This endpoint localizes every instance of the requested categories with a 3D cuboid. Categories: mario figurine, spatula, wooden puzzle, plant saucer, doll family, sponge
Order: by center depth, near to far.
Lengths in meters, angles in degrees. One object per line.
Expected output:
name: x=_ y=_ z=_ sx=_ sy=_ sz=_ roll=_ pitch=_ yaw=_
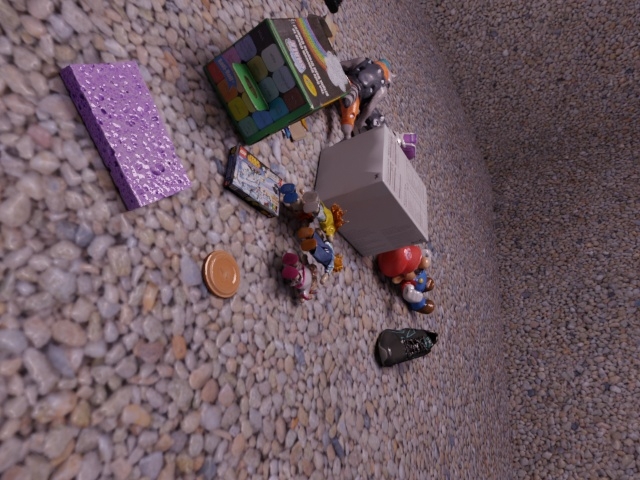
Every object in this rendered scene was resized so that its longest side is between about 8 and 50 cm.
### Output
sponge: x=-0.281 y=-0.159 z=0.648 sx=0.117 sy=0.031 sz=0.210 roll=-40 pitch=112 yaw=-57
plant saucer: x=-0.168 y=0.057 z=0.752 sx=0.083 sy=0.013 sz=0.084 roll=32 pitch=50 yaw=-48
doll family: x=0.000 y=0.000 z=0.932 sx=0.163 sy=0.118 sz=0.263 roll=47 pitch=38 yaw=-61
spatula: x=-0.018 y=-0.468 z=1.057 sx=0.242 sy=0.019 sz=0.168 roll=42 pitch=-9 yaw=49
wooden puzzle: x=-0.065 y=-0.283 z=1.075 sx=0.116 sy=0.014 sz=0.079 roll=-27 pitch=96 yaw=-59
mario figurine: x=0.303 y=0.109 z=1.335 sx=0.320 sy=0.170 sz=0.198 roll=49 pitch=4 yaw=-48

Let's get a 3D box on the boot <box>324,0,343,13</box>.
boot: x=0.037 y=-0.833 z=1.454 sx=0.121 sy=0.045 sz=0.099 roll=54 pitch=38 yaw=-42

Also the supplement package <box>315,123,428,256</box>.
supplement package: x=0.141 y=-0.121 z=1.152 sx=0.262 sy=0.199 sz=0.198 roll=44 pitch=42 yaw=-41

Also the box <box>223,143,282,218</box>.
box: x=-0.132 y=-0.116 z=0.875 sx=0.137 sy=0.027 sz=0.094 roll=36 pitch=49 yaw=-46

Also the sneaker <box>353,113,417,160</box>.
sneaker: x=0.224 y=-0.344 z=1.429 sx=0.282 sy=0.160 sz=0.102 roll=30 pitch=54 yaw=-48

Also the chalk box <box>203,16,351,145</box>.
chalk box: x=-0.092 y=-0.321 z=0.878 sx=0.180 sy=0.179 sz=0.289 roll=62 pitch=34 yaw=-13

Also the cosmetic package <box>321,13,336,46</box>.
cosmetic package: x=0.012 y=-0.631 z=1.325 sx=0.060 sy=0.041 sz=0.115 roll=45 pitch=42 yaw=-39

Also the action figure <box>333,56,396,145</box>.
action figure: x=0.127 y=-0.393 z=1.243 sx=0.341 sy=0.178 sz=0.330 roll=47 pitch=55 yaw=-10

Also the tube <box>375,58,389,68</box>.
tube: x=0.199 y=-0.637 z=1.635 sx=0.080 sy=0.052 sz=0.207 roll=56 pitch=41 yaw=-12

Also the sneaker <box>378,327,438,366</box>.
sneaker: x=0.251 y=0.292 z=1.242 sx=0.267 sy=0.106 sz=0.101 roll=-2 pitch=79 yaw=-57
